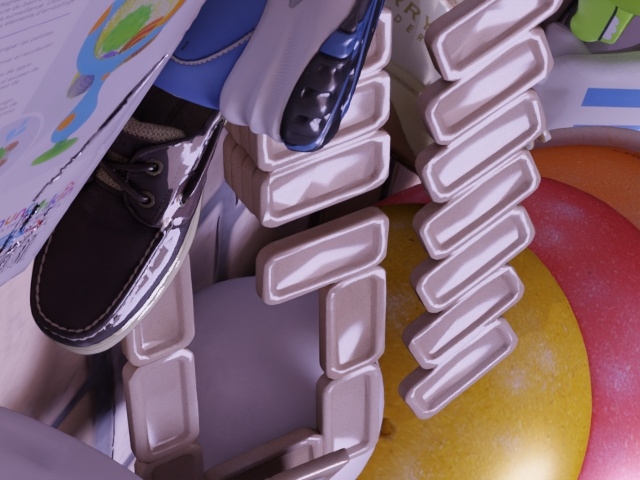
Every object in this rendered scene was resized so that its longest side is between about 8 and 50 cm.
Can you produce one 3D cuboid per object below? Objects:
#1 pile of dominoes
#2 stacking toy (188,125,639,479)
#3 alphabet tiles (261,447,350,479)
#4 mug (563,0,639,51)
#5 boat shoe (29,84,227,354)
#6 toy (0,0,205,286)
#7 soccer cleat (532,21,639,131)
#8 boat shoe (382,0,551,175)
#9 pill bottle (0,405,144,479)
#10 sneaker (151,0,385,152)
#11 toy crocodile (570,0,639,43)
[{"bbox_3d":[0.000,0.000,0.810,0.196,0.040,0.251,-22,138,-22],"label":"pile of dominoes"},{"bbox_3d":[0.053,0.084,1.084,0.480,0.350,0.351,10,114,-56],"label":"stacking toy"},{"bbox_3d":[-0.112,0.171,0.876,0.198,0.009,0.237,-19,161,-33],"label":"alphabet tiles"},{"bbox_3d":[0.310,-0.109,1.648,0.374,0.276,0.328,15,102,-48],"label":"mug"},{"bbox_3d":[-0.061,-0.035,0.663,0.152,0.056,0.049,-66,165,-3],"label":"boat shoe"},{"bbox_3d":[-0.083,-0.054,0.467,0.137,0.056,0.237,-32,161,-49],"label":"toy"},{"bbox_3d":[0.164,-0.072,1.463,0.331,0.143,0.116,-35,-169,1],"label":"soccer cleat"},{"bbox_3d":[0.061,-0.075,0.942,0.089,0.104,0.285,-55,169,3],"label":"boat shoe"},{"bbox_3d":[-0.152,0.203,0.630,0.283,0.161,0.161,-62,169,23],"label":"pill bottle"},{"bbox_3d":[-0.006,-0.130,0.576,0.080,0.081,0.211,100,7,-61],"label":"sneaker"},{"bbox_3d":[0.228,-0.244,1.263,0.115,0.105,0.340,-52,173,-28],"label":"toy crocodile"}]
